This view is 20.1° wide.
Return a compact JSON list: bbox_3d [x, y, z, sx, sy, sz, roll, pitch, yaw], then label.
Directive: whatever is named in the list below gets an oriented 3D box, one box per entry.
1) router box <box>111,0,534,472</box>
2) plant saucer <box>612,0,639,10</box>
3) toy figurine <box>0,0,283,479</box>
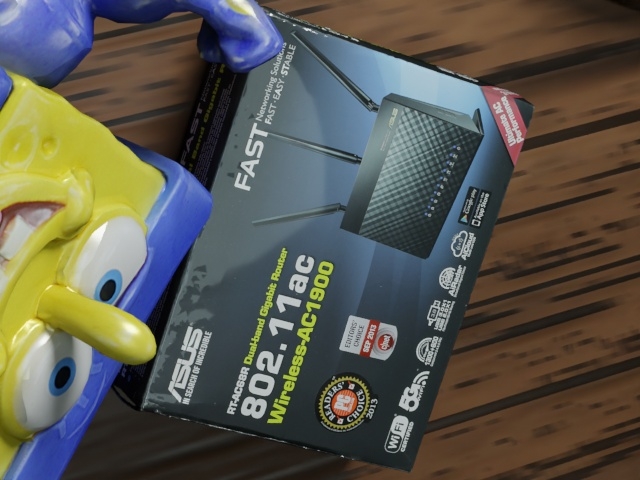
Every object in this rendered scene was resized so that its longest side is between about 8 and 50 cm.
[{"bbox_3d":[0.000,0.000,0.537,0.092,0.038,0.122,16,95,-24],"label":"router box"},{"bbox_3d":[0.132,-0.167,0.558,0.199,0.036,0.198,-5,103,-22],"label":"plant saucer"},{"bbox_3d":[-0.108,-0.036,0.457,0.362,0.191,0.217,-63,150,-14],"label":"toy figurine"}]
